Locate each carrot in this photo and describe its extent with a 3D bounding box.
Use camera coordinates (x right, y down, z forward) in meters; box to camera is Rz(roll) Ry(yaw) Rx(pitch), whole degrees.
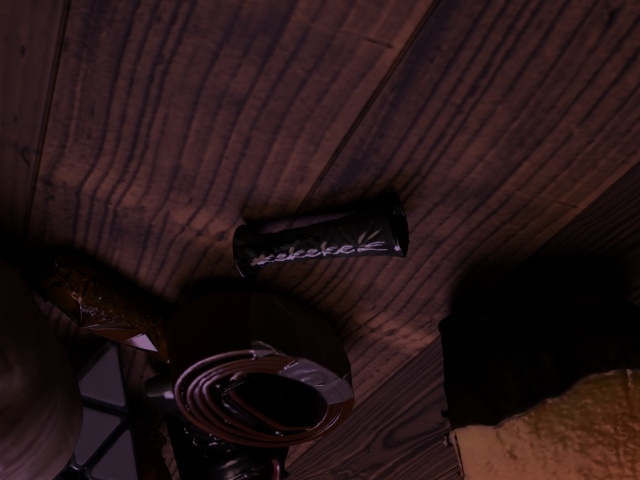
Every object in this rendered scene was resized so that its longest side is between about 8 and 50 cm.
[{"bbox_3d":[-0.227,0.084,1.021,0.069,0.069,0.228,-19,142,31],"label":"carrot"}]

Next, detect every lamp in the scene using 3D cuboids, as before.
[{"bbox_3d":[-0.318,0.345,1.313,0.223,0.196,0.223,36,156,19],"label":"lamp"}]

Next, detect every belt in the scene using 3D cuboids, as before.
[{"bbox_3d":[-0.064,0.155,1.044,0.184,0.105,0.261,-27,139,13],"label":"belt"}]

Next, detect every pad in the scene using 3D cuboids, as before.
[{"bbox_3d":[-0.155,0.325,1.273,0.143,0.211,0.003,32,107,-37],"label":"pad"}]

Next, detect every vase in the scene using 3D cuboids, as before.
[{"bbox_3d":[0.000,0.000,0.866,0.167,0.059,0.059,-9,146,18],"label":"vase"}]

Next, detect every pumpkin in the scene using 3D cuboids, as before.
[{"bbox_3d":[0.241,0.185,0.959,0.225,0.256,0.303,-6,170,6],"label":"pumpkin"}]

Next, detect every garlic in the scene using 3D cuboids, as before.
[{"bbox_3d":[-0.407,0.135,0.922,0.317,0.259,0.317,29,150,19],"label":"garlic"}]

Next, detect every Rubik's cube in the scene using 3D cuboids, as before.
[{"bbox_3d":[-0.348,0.293,1.131,0.228,0.233,0.229,-9,139,-10],"label":"Rubik's cube"}]

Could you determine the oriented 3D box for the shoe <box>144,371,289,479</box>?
[{"bbox_3d":[-0.138,0.269,1.228,0.114,0.137,0.291,-20,140,31],"label":"shoe"}]
